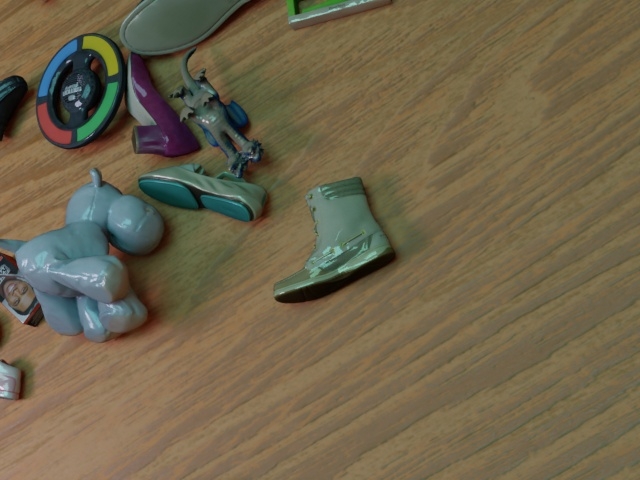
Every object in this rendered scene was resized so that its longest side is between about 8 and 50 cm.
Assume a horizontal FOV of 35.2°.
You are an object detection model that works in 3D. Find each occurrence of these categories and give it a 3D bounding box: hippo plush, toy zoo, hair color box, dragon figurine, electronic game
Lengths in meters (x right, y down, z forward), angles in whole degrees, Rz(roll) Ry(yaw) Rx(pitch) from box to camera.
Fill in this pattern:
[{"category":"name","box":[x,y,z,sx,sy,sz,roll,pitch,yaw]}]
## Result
[{"category":"hippo plush","box":[-0.405,0.023,1.783,0.294,0.234,0.237,19,51,9]},{"category":"toy zoo","box":[0.020,-0.544,1.846,0.192,0.030,0.293,-12,72,17]},{"category":"hair color box","box":[-0.565,0.091,1.878,0.141,0.043,0.072,35,89,23]},{"category":"dragon figurine","box":[-0.190,-0.225,1.803,0.085,0.144,0.289,-38,42,7]},{"category":"electronic game","box":[-0.457,-0.284,1.917,0.229,0.048,0.229,-9,73,31]}]

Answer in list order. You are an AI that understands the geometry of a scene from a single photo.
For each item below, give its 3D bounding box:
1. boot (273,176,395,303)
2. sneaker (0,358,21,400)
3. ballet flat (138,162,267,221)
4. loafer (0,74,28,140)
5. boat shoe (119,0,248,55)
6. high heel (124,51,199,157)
[{"category":"boot","box":[0.000,0.000,1.682,0.213,0.077,0.165,-25,69,7]},{"category":"sneaker","box":[-0.606,0.251,1.848,0.134,0.051,0.070,4,75,17]},{"category":"ballet flat","box":[-0.204,-0.093,1.788,0.248,0.086,0.086,16,82,21]},{"category":"loafer","box":[-0.646,-0.226,1.979,0.223,0.076,0.078,-47,71,8]},{"category":"boat shoe","box":[-0.225,-0.468,1.874,0.340,0.127,0.113,-33,38,17]},{"category":"high heel","box":[-0.299,-0.257,1.877,0.117,0.082,0.244,-2,51,-19]}]
